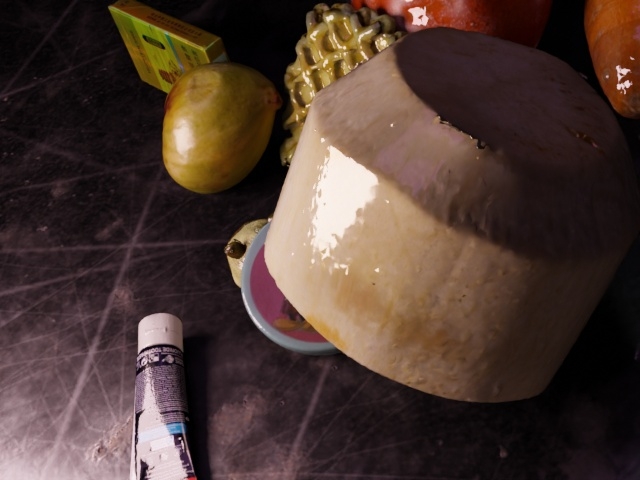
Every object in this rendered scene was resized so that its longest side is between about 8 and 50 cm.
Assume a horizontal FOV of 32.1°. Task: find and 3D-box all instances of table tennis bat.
[{"bbox_3d":[0.000,0.000,1.115,0.153,0.040,0.244,2,64,1],"label":"table tennis bat"}]

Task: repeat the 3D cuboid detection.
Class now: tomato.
[{"bbox_3d":[0.149,-0.255,1.227,0.232,0.232,0.188,-15,85,6],"label":"tomato"}]

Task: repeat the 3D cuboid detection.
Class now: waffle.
[{"bbox_3d":[0.037,-0.148,1.188,0.054,0.204,0.223,-9,31,-40],"label":"waffle"}]

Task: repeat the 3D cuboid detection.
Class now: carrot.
[{"bbox_3d":[0.354,-0.227,1.175,0.159,0.159,0.225,0,59,20],"label":"carrot"}]

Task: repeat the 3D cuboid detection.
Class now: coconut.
[{"bbox_3d":[0.112,-0.011,0.963,0.323,0.323,0.323,-10,46,11],"label":"coconut"}]

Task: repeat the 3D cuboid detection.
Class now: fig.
[{"bbox_3d":[-0.118,-0.126,1.242,0.121,0.153,0.136,24,15,4],"label":"fig"}]

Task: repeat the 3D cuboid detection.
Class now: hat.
[{"bbox_3d":[-0.060,0.008,1.155,0.077,0.059,0.076,-19,49,-5],"label":"hat"}]

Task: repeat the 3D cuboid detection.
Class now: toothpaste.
[{"bbox_3d":[-0.153,0.161,1.058,0.071,0.045,0.193,-20,50,13],"label":"toothpaste"}]

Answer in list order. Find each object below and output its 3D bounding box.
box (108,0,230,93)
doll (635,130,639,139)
[{"bbox_3d":[-0.174,-0.221,1.364,0.030,0.121,0.193,-42,49,-22],"label":"box"},{"bbox_3d":[0.393,-0.115,1.076,0.181,0.107,0.110,-43,70,-13],"label":"doll"}]
